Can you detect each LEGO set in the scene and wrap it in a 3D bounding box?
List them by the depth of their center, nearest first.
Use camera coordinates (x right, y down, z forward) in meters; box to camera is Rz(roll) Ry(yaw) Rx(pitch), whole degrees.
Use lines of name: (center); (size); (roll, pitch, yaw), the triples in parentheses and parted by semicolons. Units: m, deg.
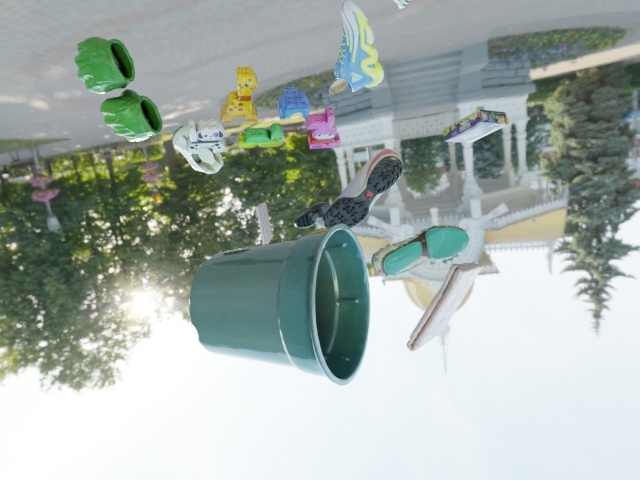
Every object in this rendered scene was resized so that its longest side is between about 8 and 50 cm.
LEGO set: (-0.082, -0.190, 0.604); (0.227, 0.087, 0.093); (-6, 156, -11)

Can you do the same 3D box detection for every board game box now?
board game box: (0.537, -0.394, 1.472); (0.141, 0.048, 0.170); (-7, 173, -30)

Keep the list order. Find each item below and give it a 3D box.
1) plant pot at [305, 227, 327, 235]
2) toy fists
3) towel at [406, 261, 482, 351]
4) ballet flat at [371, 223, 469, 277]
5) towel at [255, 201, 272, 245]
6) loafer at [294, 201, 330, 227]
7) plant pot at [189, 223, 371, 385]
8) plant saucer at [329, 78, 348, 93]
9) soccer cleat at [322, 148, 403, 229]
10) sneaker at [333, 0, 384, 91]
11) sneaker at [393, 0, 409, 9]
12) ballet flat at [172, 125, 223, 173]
plant pot: (0.000, 0.000, 1.463); (0.083, 0.082, 0.081); (-41, 164, 14)
toy fists: (-0.547, -0.402, 1.143); (0.142, 0.279, 0.096); (-4, -140, 18)
towel: (0.424, 0.214, 1.438); (0.053, 0.317, 0.331); (34, -165, 27)
ballet flat: (0.216, 0.015, 0.946); (0.240, 0.091, 0.077); (-15, -167, -19)
towel: (-0.213, -0.065, 1.572); (0.029, 0.144, 0.197); (-11, -170, 1)
loafer: (-0.039, -0.100, 1.646); (0.170, 0.062, 0.061); (-29, -148, -30)
plant pot: (-0.093, 0.143, 0.978); (0.333, 0.342, 0.341); (-3, -166, 24)
plant saucer: (0.062, -0.514, 1.381); (0.083, 0.015, 0.083); (-28, 171, -5)
soccer cleat: (0.127, -0.152, 1.316); (0.318, 0.108, 0.116); (-47, -160, 23)
sneaker: (0.083, -0.500, 1.125); (0.126, 0.240, 0.091); (-32, -139, 4)
sneaker: (0.246, -0.878, 1.423); (0.132, 0.086, 0.229); (27, -138, -18)
ballet flat: (-0.492, -0.354, 1.798); (0.139, 0.139, 0.400); (-8, 170, 6)
